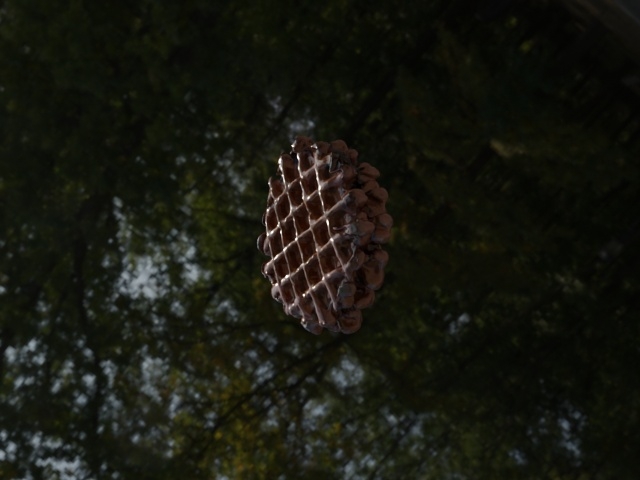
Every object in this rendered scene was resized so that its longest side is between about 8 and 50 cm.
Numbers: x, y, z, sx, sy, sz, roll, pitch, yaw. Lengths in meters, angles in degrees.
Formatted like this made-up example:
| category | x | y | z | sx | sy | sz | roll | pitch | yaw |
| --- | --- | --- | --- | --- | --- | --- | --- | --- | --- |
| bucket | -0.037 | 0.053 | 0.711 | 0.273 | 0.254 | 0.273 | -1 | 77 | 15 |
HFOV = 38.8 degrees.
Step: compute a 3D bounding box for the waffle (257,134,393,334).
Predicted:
| category | x | y | z | sx | sy | sz | roll | pitch | yaw |
| --- | --- | --- | --- | --- | --- | --- | --- | --- | --- |
| waffle | 0.000 | 0.000 | 0.382 | 0.029 | 0.083 | 0.075 | 1 | -155 | -34 |
